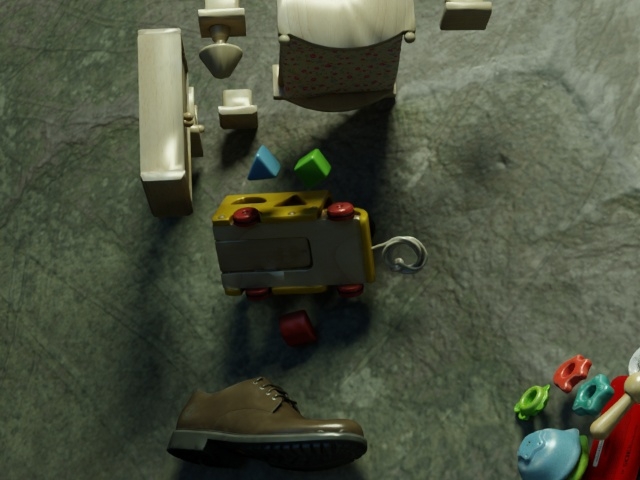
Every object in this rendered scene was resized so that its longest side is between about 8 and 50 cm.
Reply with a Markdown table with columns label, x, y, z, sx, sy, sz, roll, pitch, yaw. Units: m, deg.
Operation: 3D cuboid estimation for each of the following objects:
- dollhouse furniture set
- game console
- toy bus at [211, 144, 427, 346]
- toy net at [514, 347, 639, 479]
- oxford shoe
| label | x | y | z | sx | sy | sz | roll | pitch | yaw |
| --- | --- | --- | --- | --- | --- | --- | --- | --- | --- |
| dollhouse furniture set | -0.010 | -0.125 | 1.419 | 0.356 | 0.303 | 0.173 | -2 | 73 | -2 |
| game console | 0.305 | 0.199 | 1.161 | 0.124 | 0.085 | 0.144 | -11 | 55 | 62 |
| toy bus | -0.012 | -0.004 | 1.390 | 0.191 | 0.202 | 0.104 | -48 | 9 | 26 |
| toy net | 0.260 | 0.137 | 1.159 | 0.232 | 0.045 | 0.122 | -38 | 20 | 36 |
| oxford shoe | -0.052 | 0.180 | 1.341 | 0.227 | 0.083 | 0.096 | 0 | 63 | 30 |
